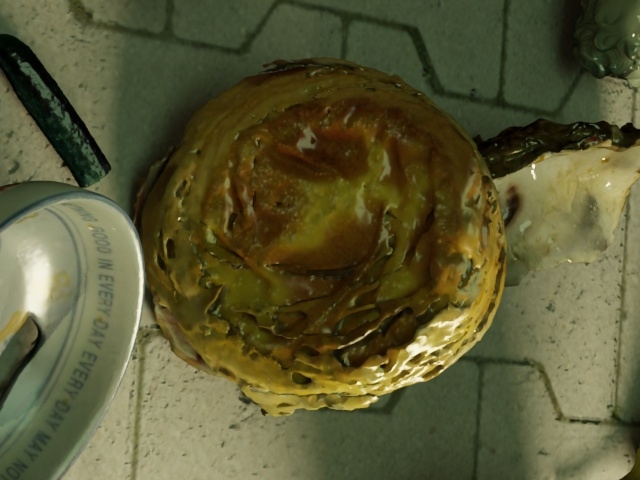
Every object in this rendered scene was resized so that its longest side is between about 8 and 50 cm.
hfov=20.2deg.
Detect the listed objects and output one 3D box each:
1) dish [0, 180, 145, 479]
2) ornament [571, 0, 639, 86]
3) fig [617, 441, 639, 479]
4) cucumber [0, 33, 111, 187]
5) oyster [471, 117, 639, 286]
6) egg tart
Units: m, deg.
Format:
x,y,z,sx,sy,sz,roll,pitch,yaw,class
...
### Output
x,y,z,sx,sy,sz,roll,pitch,yaw,class
-0.255,0.068,1.251,0.273,0.134,0.273,-43,148,-37,dish
0.368,-0.197,1.730,0.285,0.120,0.130,10,95,-35,ornament
0.349,0.221,1.722,0.257,0.159,0.159,-10,96,-20,fig
-0.204,-0.101,1.348,0.032,0.032,0.133,-44,113,-29,cucumber
0.168,-0.053,1.554,0.396,0.204,0.111,-8,58,-39,oyster
0.000,0.000,1.414,0.297,0.132,0.297,0,91,7,egg tart
